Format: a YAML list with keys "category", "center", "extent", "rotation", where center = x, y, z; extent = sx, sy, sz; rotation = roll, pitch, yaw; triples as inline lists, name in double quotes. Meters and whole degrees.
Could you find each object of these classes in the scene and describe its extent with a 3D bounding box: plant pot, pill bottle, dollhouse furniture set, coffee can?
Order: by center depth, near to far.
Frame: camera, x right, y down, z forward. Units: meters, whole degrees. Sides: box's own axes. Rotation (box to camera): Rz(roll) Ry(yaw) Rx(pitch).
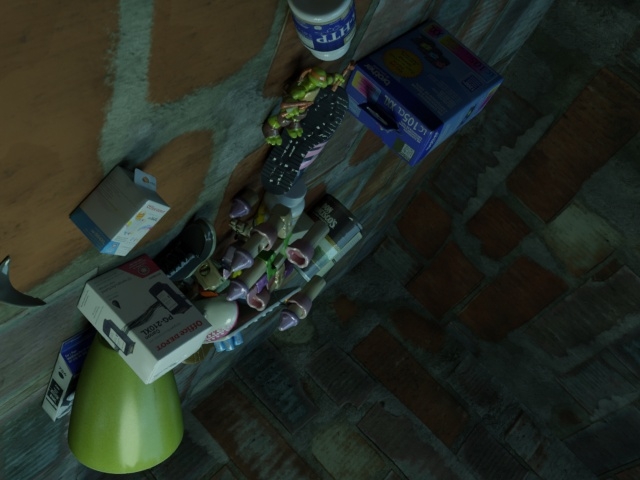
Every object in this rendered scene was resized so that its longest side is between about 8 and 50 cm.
- category: "pill bottle"
  center: [0.007, -0.397, 1.140]
  extent: [0.112, 0.112, 0.187]
  rotation: [-45, 169, -2]
- category: "plant pot"
  center: [-0.456, 0.341, 1.528]
  extent: [0.274, 0.274, 0.294]
  rotation: [-30, 137, -53]
- category: "dollhouse furniture set"
  center: [-0.340, 0.118, 1.725]
  extent: [0.161, 0.101, 0.182]
  rotation: [-37, 161, 2]
- category: "pill bottle"
  center: [-0.112, -0.088, 1.802]
  extent: [0.117, 0.117, 0.208]
  rotation: [-37, 166, -37]
- category: "coffee can"
  center: [0.000, 0.000, 2.308]
  extent: [0.275, 0.201, 0.201]
  rotation: [-45, 169, -4]

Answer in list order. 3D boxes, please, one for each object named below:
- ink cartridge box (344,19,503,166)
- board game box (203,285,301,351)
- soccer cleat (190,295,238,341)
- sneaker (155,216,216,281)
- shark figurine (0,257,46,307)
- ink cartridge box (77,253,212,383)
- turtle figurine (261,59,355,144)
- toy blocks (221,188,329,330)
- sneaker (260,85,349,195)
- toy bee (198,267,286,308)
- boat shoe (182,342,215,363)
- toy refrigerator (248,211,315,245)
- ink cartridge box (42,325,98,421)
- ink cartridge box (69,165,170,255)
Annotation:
- category: "ink cartridge box"
  center: [0.244, -0.375, 1.667]
  extent: [0.395, 0.270, 0.151]
  rotation: [-39, 166, -30]
- category: "board game box"
  center: [-0.303, 0.268, 2.067]
  extent: [0.389, 0.050, 0.390]
  rotation: [-15, -170, 37]
- category: "soccer cleat"
  center: [-0.365, 0.228, 1.764]
  extent: [0.331, 0.116, 0.143]
  rotation: [-22, 160, 39]
- category: "sneaker"
  center: [-0.334, 0.040, 1.543]
  extent: [0.118, 0.083, 0.222]
  rotation: [-31, 163, -50]
- category: "shark figurine"
  center: [-0.546, 0.108, 0.948]
  extent: [0.166, 0.116, 0.278]
  rotation: [-44, 167, 0]
- category: "ink cartridge box"
  center: [-0.384, 0.168, 1.419]
  extent: [0.172, 0.237, 0.100]
  rotation: [-32, 163, -50]
- category: "turtle figurine"
  center: [-0.049, -0.296, 1.367]
  extent: [0.269, 0.087, 0.217]
  rotation: [-47, 180, -43]
- category: "toy blocks"
  center: [-0.169, 0.069, 1.637]
  extent: [0.260, 0.308, 0.289]
  rotation: [-50, 156, -34]
- category: "sneaker"
  center: [-0.036, -0.258, 1.568]
  extent: [0.319, 0.112, 0.131]
  rotation: [-48, -174, 29]
- category: "toy bee"
  center: [-0.210, 0.113, 1.952]
  extent: [0.195, 0.298, 0.162]
  rotation: [148, -45, -62]
- category: "boat shoe"
  center: [-0.444, 0.364, 2.272]
  extent: [0.096, 0.098, 0.277]
  rotation: [-4, -172, 20]
- category: "toy refrigerator"
  center: [-0.117, -0.030, 2.037]
  extent: [0.094, 0.102, 0.269]
  rotation: [-50, 169, 21]
- category: "ink cartridge box"
  center: [-0.605, 0.328, 1.654]
  extent: [0.165, 0.065, 0.333]
  rotation: [-33, 163, -46]
- category: "ink cartridge box"
  center: [-0.345, -0.056, 1.136]
  extent: [0.143, 0.090, 0.092]
  rotation: [-45, 169, 4]
